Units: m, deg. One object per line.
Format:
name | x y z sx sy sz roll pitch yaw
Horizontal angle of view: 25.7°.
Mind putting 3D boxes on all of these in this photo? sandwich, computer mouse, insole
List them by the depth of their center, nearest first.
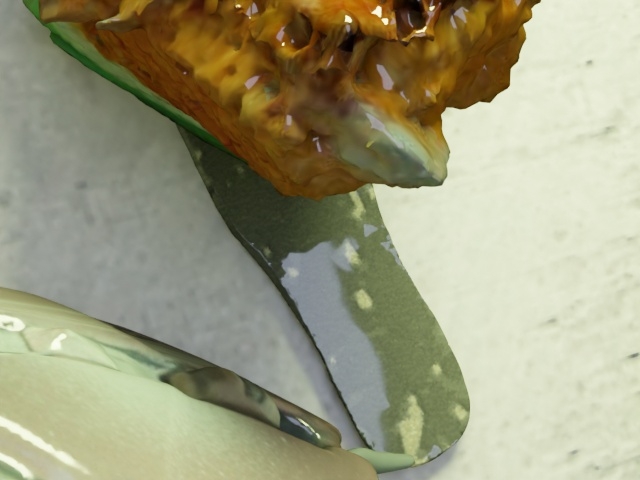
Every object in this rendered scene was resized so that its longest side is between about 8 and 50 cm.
computer mouse | -0.102 0.085 0.558 0.389 0.199 0.115 1 118 -33
sandwich | -0.018 -0.103 0.629 0.250 0.301 0.162 0 122 -20
insole | 0.000 0.000 0.711 0.081 0.011 0.248 -27 85 -19
